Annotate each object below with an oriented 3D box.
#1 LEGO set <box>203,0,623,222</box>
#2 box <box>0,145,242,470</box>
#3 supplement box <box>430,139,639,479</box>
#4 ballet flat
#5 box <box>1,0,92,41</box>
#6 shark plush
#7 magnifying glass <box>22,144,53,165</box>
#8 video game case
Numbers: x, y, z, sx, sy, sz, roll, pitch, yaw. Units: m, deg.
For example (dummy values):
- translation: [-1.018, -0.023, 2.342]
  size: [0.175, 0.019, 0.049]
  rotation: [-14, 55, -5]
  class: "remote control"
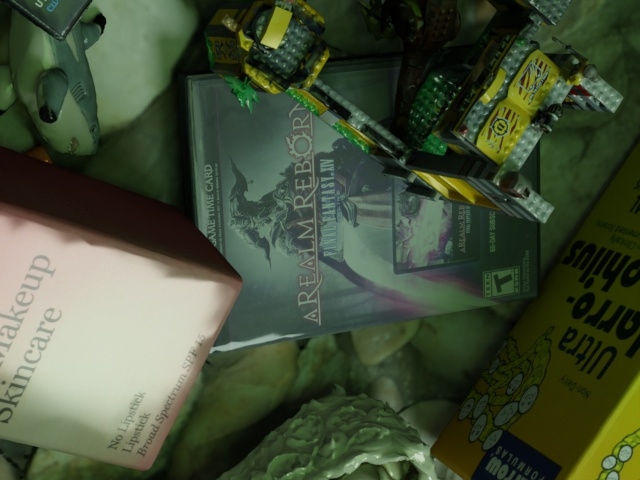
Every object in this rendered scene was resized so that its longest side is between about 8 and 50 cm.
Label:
- translation: [0.103, -0.169, 0.931]
  size: [0.255, 0.192, 0.331]
  rotation: [45, 78, -23]
  class: "LEGO set"
- translation: [-0.192, 0.032, 0.911]
  size: [0.232, 0.127, 0.148]
  rotation: [19, 104, -34]
  class: "box"
- translation: [0.280, 0.083, 1.081]
  size: [0.195, 0.194, 0.356]
  rotation: [35, 87, -19]
  class: "supplement box"
- translation: [-0.073, 0.254, 1.002]
  size: [0.409, 0.147, 0.147]
  rotation: [-43, 117, -19]
  class: "ballet flat"
- translation: [-0.173, -0.229, 0.792]
  size: [0.142, 0.247, 0.163]
  rotation: [36, 90, -28]
  class: "box"
- translation: [-0.169, -0.137, 0.950]
  size: [0.067, 0.073, 0.161]
  rotation: [1, 85, -42]
  class: "shark plush"
- translation: [-0.278, 0.001, 0.948]
  size: [0.231, 0.026, 0.092]
  rotation: [-27, 115, -11]
  class: "magnifying glass"
- translation: [0.036, -0.034, 1.049]
  size: [0.274, 0.026, 0.196]
  rotation: [-9, 105, -24]
  class: "video game case"
